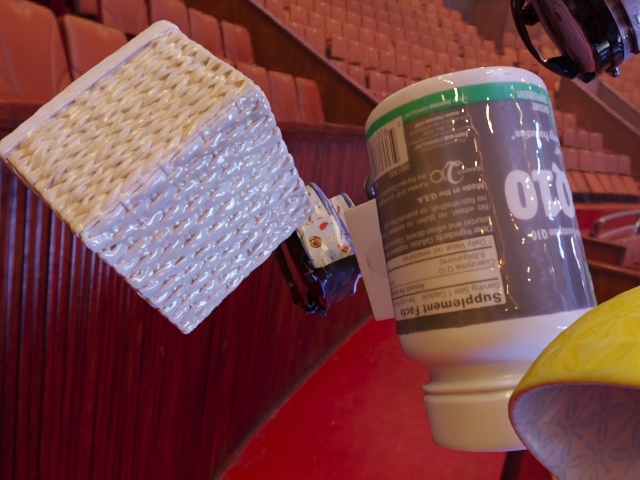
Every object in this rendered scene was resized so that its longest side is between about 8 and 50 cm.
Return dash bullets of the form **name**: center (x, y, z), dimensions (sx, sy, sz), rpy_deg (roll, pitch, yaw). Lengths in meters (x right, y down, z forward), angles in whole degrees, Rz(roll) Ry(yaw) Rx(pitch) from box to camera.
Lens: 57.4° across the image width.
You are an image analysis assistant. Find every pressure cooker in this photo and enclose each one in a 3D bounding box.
- **pressure cooker**: center (0.661, -0.594, 1.361), dimensions (0.369, 0.420, 0.375), rpy_deg (59, 17, 11)

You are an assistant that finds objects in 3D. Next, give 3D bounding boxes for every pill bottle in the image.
- **pill bottle**: center (0.173, 0.022, 0.627), dimensions (0.204, 0.360, 0.204), rpy_deg (-8, -9, -1)

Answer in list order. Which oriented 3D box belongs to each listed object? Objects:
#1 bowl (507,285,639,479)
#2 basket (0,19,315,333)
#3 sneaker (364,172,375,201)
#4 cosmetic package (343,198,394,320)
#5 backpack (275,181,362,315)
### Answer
- **bowl**: center (0.281, 0.103, 0.346), dimensions (0.290, 0.156, 0.289), rpy_deg (30, -24, 15)
- **basket**: center (-0.226, -0.092, 0.912), dimensions (0.266, 0.331, 0.328), rpy_deg (36, -16, 33)
- **sneaker**: center (0.148, -0.081, 1.328), dimensions (0.270, 0.090, 0.145), rpy_deg (27, -7, -42)
- **cosmetic package**: center (0.191, 0.012, 1.076), dimensions (0.138, 0.223, 0.225), rpy_deg (-14, -3, -40)
- **backpack**: center (0.000, 0.000, 1.334), dimensions (0.213, 0.276, 0.263), rpy_deg (-29, 71, -16)
